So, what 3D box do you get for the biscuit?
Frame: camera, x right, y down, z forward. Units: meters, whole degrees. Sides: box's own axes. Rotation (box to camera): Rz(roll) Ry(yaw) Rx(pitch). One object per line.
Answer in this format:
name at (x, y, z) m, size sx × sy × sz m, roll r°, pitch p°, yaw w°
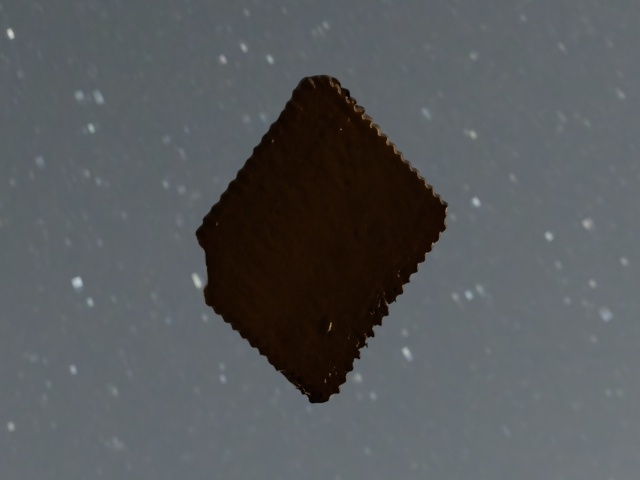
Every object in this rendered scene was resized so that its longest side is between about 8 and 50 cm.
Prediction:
biscuit at (0.000, 0.000, 1.662) m, size 0.237 × 0.013 × 0.232 m, roll 45°, pitch -107°, yaw -37°
